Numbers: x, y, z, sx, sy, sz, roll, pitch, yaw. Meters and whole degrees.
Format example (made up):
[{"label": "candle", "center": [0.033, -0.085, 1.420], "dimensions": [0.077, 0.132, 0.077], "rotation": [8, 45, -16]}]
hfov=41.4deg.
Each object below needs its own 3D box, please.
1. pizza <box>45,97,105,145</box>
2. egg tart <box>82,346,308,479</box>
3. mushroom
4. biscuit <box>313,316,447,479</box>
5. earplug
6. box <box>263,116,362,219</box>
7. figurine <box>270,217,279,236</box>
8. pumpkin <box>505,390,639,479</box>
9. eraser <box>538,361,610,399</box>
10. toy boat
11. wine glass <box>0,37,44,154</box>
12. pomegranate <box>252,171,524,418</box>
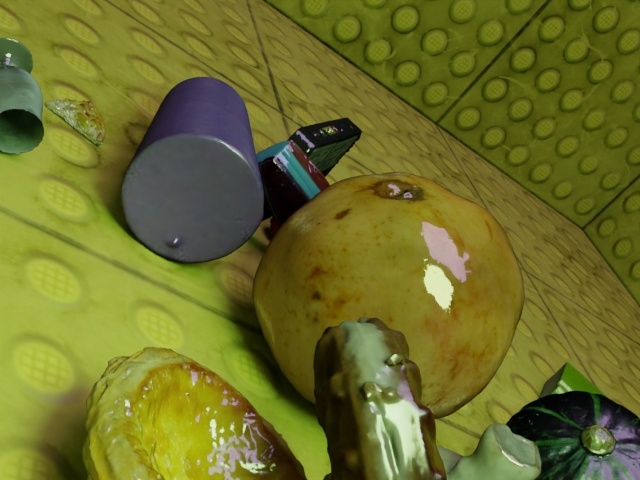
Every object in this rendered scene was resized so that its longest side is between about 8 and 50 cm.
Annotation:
[{"label": "pizza", "center": [-0.414, -0.214, 1.442], "dimensions": [0.109, 0.026, 0.123], "rotation": [20, 31, -40]}, {"label": "egg tart", "center": [-0.136, 0.260, 0.883], "dimensions": [0.319, 0.128, 0.319], "rotation": [39, 19, -16]}, {"label": "mushroom", "center": [0.206, 0.359, 1.148], "dimensions": [0.244, 0.243, 0.243], "rotation": [35, 22, -17]}, {"label": "biscuit", "center": [0.061, 0.280, 0.913], "dimensions": [0.115, 0.366, 0.268], "rotation": [-8, 34, -8]}, {"label": "earplug", "center": [-0.206, -0.157, 1.458], "dimensions": [0.215, 0.215, 0.456], "rotation": [34, 20, -19]}, {"label": "box", "center": [-0.037, -0.148, 1.712], "dimensions": [0.058, 0.211, 0.350], "rotation": [43, 20, 6]}, {"label": "figurine", "center": [-0.055, -0.030, 1.657], "dimensions": [0.075, 0.068, 0.140], "rotation": [57, 30, -10]}, {"label": "pumpkin", "center": [0.435, 0.389, 1.385], "dimensions": [0.316, 0.238, 0.315], "rotation": [0, 48, 0]}, {"label": "eraser", "center": [0.633, 0.424, 1.945], "dimensions": [0.274, 0.092, 0.210], "rotation": [45, 22, 10]}, {"label": "toy boat", "center": [0.000, 0.000, 1.553], "dimensions": [0.392, 0.136, 0.079], "rotation": [60, 24, -22]}, {"label": "wine glass", "center": [-0.464, -0.216, 1.268], "dimensions": [0.093, 0.093, 0.202], "rotation": [24, 28, -39]}, {"label": "pomegranate", "center": [0.096, 0.101, 1.289], "dimensions": [0.412, 0.411, 0.411], "rotation": [35, 22, -17]}]
